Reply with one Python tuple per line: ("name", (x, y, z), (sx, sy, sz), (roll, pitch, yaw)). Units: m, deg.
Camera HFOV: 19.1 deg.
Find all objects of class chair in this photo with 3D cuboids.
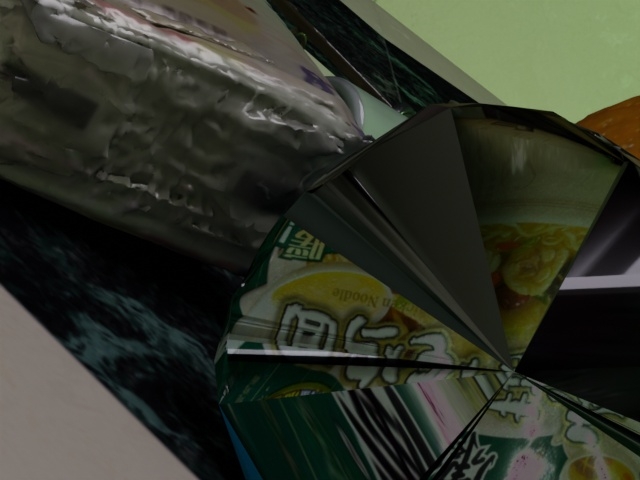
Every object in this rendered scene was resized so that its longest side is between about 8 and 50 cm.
("chair", (-0.006, -0.122, 1.574), (0.221, 0.095, 0.104), (42, 21, 13))

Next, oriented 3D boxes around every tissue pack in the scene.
("tissue pack", (-0.133, -0.126, 1.113), (0.242, 0.125, 0.344), (23, 20, -31))

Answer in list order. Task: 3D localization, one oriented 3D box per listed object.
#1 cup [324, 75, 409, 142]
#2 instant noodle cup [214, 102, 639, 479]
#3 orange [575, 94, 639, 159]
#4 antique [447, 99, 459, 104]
("cup", (0.019, -0.051, 1.442), (0.133, 0.136, 0.099), (27, 59, -44))
("instant noodle cup", (0.093, 0.072, 0.900), (0.240, 0.240, 0.178), (46, 4, 29))
("orange", (0.253, 0.055, 1.155), (0.340, 0.293, 0.340), (33, -1, 1))
("antique", (0.179, 0.008, 1.569), (0.284, 0.125, 0.150), (24, 19, -50))
